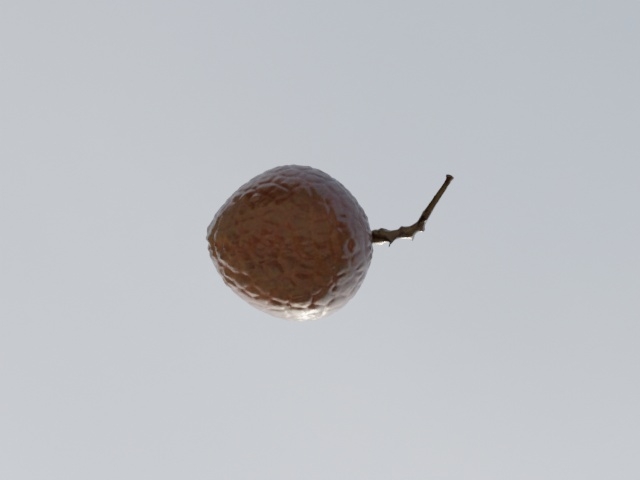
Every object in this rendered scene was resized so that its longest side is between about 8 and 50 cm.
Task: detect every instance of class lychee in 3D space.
[{"bbox_3d":[-0.004,0.003,1.297,0.114,0.140,0.101,133,-30,-55],"label":"lychee"}]
